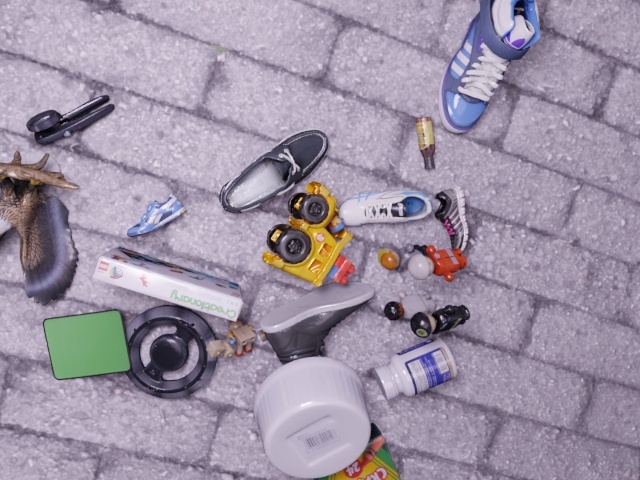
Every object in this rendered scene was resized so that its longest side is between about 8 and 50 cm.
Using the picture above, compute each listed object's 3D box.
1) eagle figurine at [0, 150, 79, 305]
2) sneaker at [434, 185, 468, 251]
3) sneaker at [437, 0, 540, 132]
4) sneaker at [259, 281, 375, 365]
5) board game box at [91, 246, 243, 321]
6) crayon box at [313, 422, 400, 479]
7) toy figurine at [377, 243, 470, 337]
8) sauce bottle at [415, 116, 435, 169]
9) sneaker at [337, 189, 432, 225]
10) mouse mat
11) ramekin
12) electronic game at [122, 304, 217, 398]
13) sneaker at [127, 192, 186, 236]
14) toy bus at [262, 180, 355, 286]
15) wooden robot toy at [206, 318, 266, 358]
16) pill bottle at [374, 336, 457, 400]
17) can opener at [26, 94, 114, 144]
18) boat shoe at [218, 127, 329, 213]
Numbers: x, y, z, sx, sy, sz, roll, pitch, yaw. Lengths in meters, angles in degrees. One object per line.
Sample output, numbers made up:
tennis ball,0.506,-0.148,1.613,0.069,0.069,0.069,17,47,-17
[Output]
eagle figurine,-0.652,-0.034,1.161,0.226,0.225,0.298,38,125,27
sneaker,0.325,-0.051,1.373,0.075,0.063,0.170,-5,92,-10
sneaker,0.394,-0.418,1.258,0.130,0.236,0.322,19,92,-11
sneaker,0.005,0.207,1.330,0.296,0.104,0.147,-21,115,-17
board game box,-0.326,0.092,1.204,0.305,0.193,0.053,19,92,-11
crayon box,0.115,0.662,1.395,0.202,0.081,0.318,-23,100,-8
toy figurine,0.237,0.113,1.296,0.148,0.209,0.213,-10,101,-26
sauce bottle,0.264,-0.242,1.352,0.042,0.042,0.128,-11,95,-9
sneaker,0.159,-0.080,1.328,0.237,0.086,0.085,-8,99,-8
mouse mat,-0.540,0.242,1.258,0.190,0.007,0.152,-7,97,3
ramekin,-0.015,0.424,1.276,0.277,0.135,0.277,-5,118,-9
electronic game,-0.358,0.265,1.288,0.229,0.048,0.229,0,98,-2
sneaker,-0.384,-0.056,1.251,0.144,0.053,0.059,-32,101,-14
toy bus,0.000,0.000,1.279,0.211,0.149,0.220,32,88,-16
wooden robot toy,-0.204,0.229,1.307,0.173,0.079,0.076,-17,140,-37
pill bottle,0.236,0.327,1.368,0.187,0.112,0.112,-20,99,-7
can opener,-0.545,-0.266,1.200,0.186,0.073,0.059,-25,91,-16
boat shoe,-0.100,-0.160,1.270,0.302,0.091,0.114,-40,101,-4
